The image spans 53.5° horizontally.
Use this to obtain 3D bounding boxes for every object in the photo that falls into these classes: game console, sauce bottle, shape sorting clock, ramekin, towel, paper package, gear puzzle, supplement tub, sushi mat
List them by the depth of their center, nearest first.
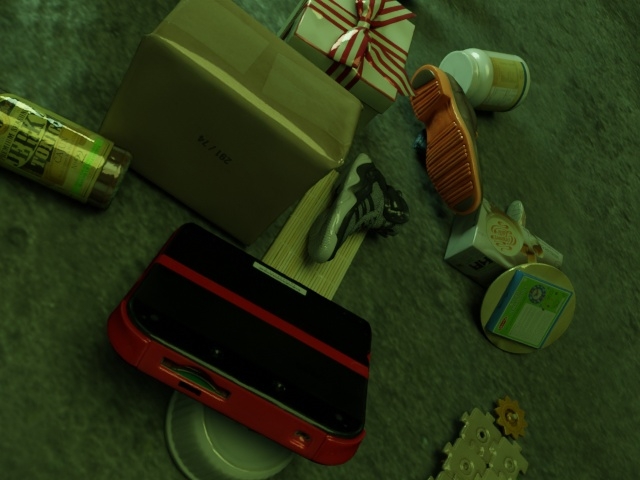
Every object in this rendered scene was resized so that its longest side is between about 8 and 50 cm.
[{"bbox_3d":[-0.461,-0.160,0.951,0.344,0.111,0.111,24,58,-19],"label":"sauce bottle"},{"bbox_3d":[-0.121,0.271,0.961,0.207,0.109,0.207,13,62,-26],"label":"ramekin"},{"bbox_3d":[-0.096,0.140,0.964,0.386,0.060,0.342,31,23,-7],"label":"game console"},{"bbox_3d":[-0.152,-0.186,1.026,0.325,0.309,0.168,35,50,-14],"label":"paper package"},{"bbox_3d":[0.303,0.420,1.202,0.175,0.044,0.339,47,50,-3],"label":"gear puzzle"},{"bbox_3d":[0.000,0.000,1.219,0.151,0.019,0.316,39,53,-12],"label":"sushi mat"},{"bbox_3d":[0.435,0.143,1.337,0.206,0.206,0.040,28,13,-19],"label":"shape sorting clock"},{"bbox_3d":[0.271,-0.202,1.474,0.119,0.029,0.067,37,55,-11],"label":"towel"},{"bbox_3d":[0.402,-0.395,1.572,0.199,0.144,0.144,-3,70,-33],"label":"supplement tub"}]

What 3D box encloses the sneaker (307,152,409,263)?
[{"bbox_3d":[0.083,-0.039,1.211,0.153,0.101,0.268,35,52,-13],"label":"sneaker"}]

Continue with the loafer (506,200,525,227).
[{"bbox_3d":[0.467,-0.032,1.514,0.039,0.045,0.125,31,61,-37],"label":"loafer"}]

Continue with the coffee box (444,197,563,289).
[{"bbox_3d":[0.407,0.038,1.402,0.246,0.098,0.141,33,54,-15],"label":"coffee box"}]

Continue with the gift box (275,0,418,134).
[{"bbox_3d":[0.046,-0.357,1.263,0.276,0.258,0.255,24,58,-20],"label":"gift box"}]

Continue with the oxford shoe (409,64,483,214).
[{"bbox_3d":[0.311,-0.225,1.414,0.132,0.130,0.364,5,66,-36],"label":"oxford shoe"}]
